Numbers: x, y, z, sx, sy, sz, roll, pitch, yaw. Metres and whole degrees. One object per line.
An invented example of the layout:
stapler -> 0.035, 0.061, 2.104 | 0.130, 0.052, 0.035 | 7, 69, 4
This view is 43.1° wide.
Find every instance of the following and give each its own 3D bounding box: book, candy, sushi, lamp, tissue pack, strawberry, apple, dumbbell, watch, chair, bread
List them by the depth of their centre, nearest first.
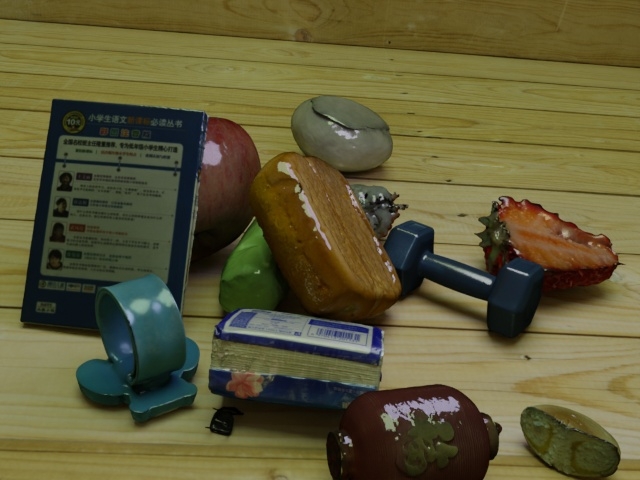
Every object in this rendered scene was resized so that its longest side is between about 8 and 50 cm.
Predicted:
lamp -> 0.136, 0.300, 1.161 | 0.258, 0.180, 0.180 | -1, 28, -17
chair -> -0.152, 0.284, 1.276 | 0.037, 0.042, 0.086 | 14, -7, 13
bread -> 0.391, 0.307, 1.278 | 0.157, 0.083, 0.094 | 17, 27, 17
watch -> -0.285, 0.161, 1.308 | 0.210, 0.193, 0.211 | 3, 27, -1
tissue pack -> -0.034, 0.197, 1.317 | 0.269, 0.137, 0.209 | 8, 2, 2
book -> -0.380, -0.046, 1.498 | 0.300, 0.428, 0.039 | 6, -8, 4
bread -> -0.007, 0.004, 1.510 | 0.337, 0.148, 0.328 | 61, 19, 11
dumbbell -> 0.278, 0.073, 1.631 | 0.324, 0.160, 0.144 | 20, 53, 25
candy -> -0.113, 0.031, 1.657 | 0.142, 0.132, 0.343 | 16, 28, 2
apple -> -0.281, -0.095, 1.680 | 0.344, 0.269, 0.345 | -19, -2, -1
strawberry -> 0.474, 0.027, 1.772 | 0.280, 0.150, 0.253 | -1, 40, -27
sushi -> 0.028, -0.064, 1.862 | 0.332, 0.130, 0.124 | 1, 25, -7
candy -> 0.056, -0.290, 2.248 | 0.295, 0.185, 0.295 | 19, 26, -10
